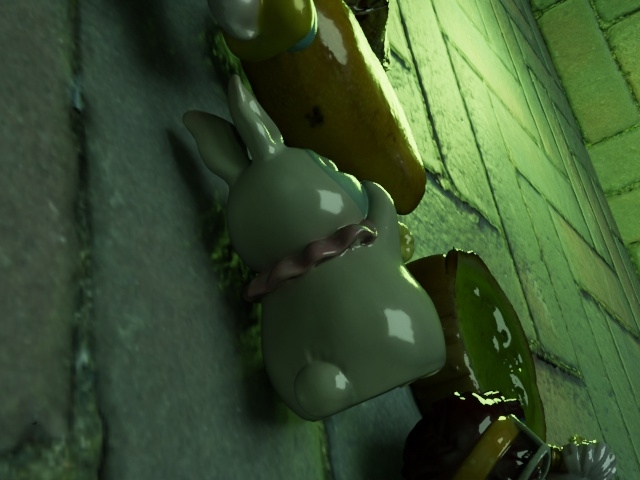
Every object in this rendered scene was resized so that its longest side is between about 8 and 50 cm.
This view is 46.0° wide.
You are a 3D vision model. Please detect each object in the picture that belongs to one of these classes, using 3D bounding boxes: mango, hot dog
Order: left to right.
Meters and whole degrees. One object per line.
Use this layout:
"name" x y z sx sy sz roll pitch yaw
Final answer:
"mango" 0.009 -0.130 0.696 0.262 0.109 0.157 58 17 -29
"hot dog" 0.054 -0.259 0.936 0.169 0.061 0.078 68 13 -73

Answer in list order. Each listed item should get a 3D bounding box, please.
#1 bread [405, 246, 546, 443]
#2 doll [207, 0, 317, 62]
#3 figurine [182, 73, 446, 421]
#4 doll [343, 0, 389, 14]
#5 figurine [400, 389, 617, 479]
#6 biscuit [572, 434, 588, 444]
"bread" 0.162 0.122 0.799 0.236 0.070 0.236 41 36 -39
"doll" -0.140 -0.300 0.509 0.366 0.187 0.376 26 72 -41
"figurine" 0.000 0.000 0.545 0.155 0.127 0.235 -9 72 -44
"doll" -0.010 -0.293 0.795 0.115 0.105 0.221 24 25 -31
"figurine" 0.145 0.203 0.631 0.116 0.174 0.240 36 -9 42
"biscuit" 0.395 0.342 1.103 0.120 0.015 0.120 42 34 -38
